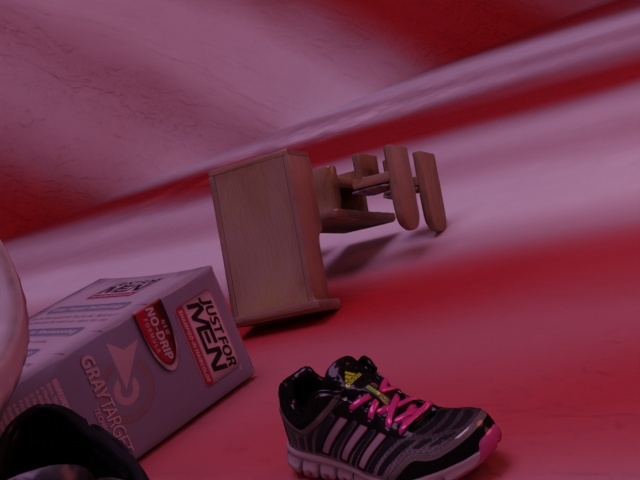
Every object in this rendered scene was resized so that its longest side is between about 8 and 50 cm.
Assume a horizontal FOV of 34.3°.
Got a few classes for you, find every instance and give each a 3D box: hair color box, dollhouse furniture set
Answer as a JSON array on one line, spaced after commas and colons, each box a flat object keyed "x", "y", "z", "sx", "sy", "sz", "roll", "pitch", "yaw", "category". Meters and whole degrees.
[{"x": -0.254, "y": 0.153, "z": 0.846, "sx": 0.185, "sy": 0.113, "sz": 0.374, "roll": -7, "pitch": 20, "yaw": 46, "category": "hair color box"}, {"x": 0.000, "y": 0.000, "z": 1.121, "sx": 0.212, "sy": 0.161, "sz": 0.242, "roll": -14, "pitch": -7, "yaw": 29, "category": "dollhouse furniture set"}]

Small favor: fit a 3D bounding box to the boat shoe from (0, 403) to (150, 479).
[{"x": -0.146, "y": 0.173, "z": 0.584, "sx": 0.127, "sy": 0.113, "sz": 0.340, "roll": -22, "pitch": 13, "yaw": -5, "category": "boat shoe"}]

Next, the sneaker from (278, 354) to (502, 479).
[{"x": 0.033, "y": 0.110, "z": 0.649, "sx": 0.170, "sy": 0.074, "sz": 0.063, "roll": -7, "pitch": 19, "yaw": 46, "category": "sneaker"}]

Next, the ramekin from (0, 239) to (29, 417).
[{"x": -0.304, "y": 0.052, "z": 0.619, "sx": 0.127, "sy": 0.273, "sz": 0.273, "roll": -47, "pitch": -2, "yaw": 31, "category": "ramekin"}]
